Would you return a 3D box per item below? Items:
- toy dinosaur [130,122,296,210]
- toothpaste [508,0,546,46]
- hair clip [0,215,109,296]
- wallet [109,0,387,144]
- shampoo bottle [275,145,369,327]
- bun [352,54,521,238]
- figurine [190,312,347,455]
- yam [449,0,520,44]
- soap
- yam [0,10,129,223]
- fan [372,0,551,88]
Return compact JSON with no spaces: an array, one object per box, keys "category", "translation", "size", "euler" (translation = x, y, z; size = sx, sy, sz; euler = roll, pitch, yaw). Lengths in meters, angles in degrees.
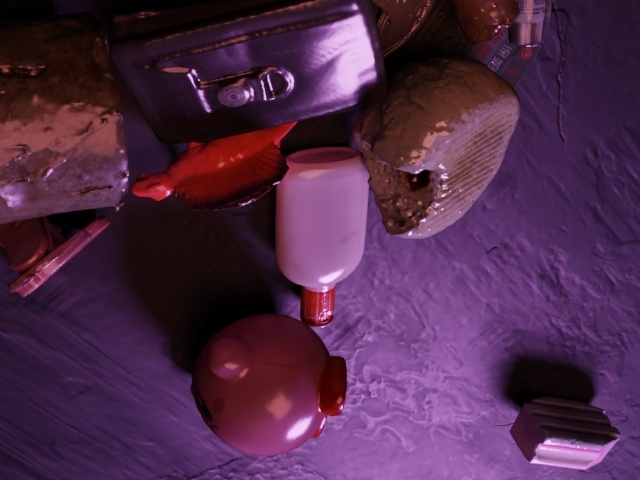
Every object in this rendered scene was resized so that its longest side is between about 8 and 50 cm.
[{"category":"toy dinosaur","translation":[-0.058,-0.093,1.121],"size":[0.286,0.139,0.070],"euler":[-22,124,-2]},{"category":"toothpaste","translation":[0.215,-0.320,1.131],"size":[0.062,0.039,0.239],"euler":[-12,116,-18]},{"category":"hair clip","translation":[-0.275,0.017,1.125],"size":[0.123,0.138,0.102],"euler":[-43,130,1]},{"category":"wallet","translation":[-0.063,-0.164,1.042],"size":[0.245,0.052,0.169],"euler":[-8,142,7]},{"category":"shampoo bottle","translation":[0.000,0.000,1.258],"size":[0.108,0.051,0.221],"euler":[-8,123,-17]},{"category":"bun","translation":[0.110,-0.107,1.170],"size":[0.203,0.126,0.213],"euler":[-16,139,-44]},{"category":"figurine","translation":[-0.065,0.166,1.274],"size":[0.173,0.173,0.173],"euler":[-9,124,-14]},{"category":"yam","translation":[0.114,-0.329,1.075],"size":[0.066,0.066,0.300],"euler":[-32,120,2]},{"category":"soap","translation":[0.339,0.265,1.514],"size":[0.149,0.100,0.056],"euler":[12,119,-26]},{"category":"yam","translation":[-0.336,-0.101,0.998],"size":[0.300,0.195,0.195],"euler":[-9,123,-15]},{"category":"fan","translation":[0.111,-0.207,1.191],"size":[0.294,0.012,0.223],"euler":[-4,123,-17]}]
